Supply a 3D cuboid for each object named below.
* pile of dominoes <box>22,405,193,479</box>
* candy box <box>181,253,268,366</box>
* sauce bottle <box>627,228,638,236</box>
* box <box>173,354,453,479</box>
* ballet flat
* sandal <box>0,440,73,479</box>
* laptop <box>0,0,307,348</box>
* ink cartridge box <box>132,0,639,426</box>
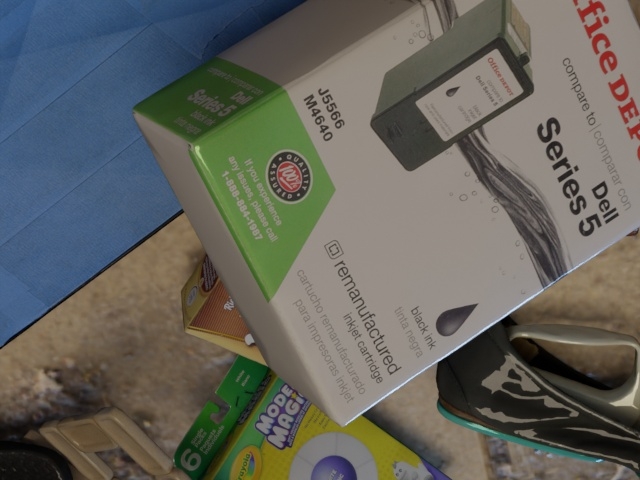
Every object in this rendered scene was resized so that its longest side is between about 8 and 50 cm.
[{"bbox_3d":[-0.096,0.199,1.317,0.251,0.040,0.196,48,149,-18],"label":"pile of dominoes"},{"bbox_3d":[0.000,0.000,1.222,0.109,0.053,0.187,25,116,-22],"label":"candy box"},{"bbox_3d":[0.141,-0.017,1.217,0.128,0.042,0.042,-6,117,5],"label":"sauce bottle"},{"bbox_3d":[-0.005,0.161,1.293,0.179,0.043,0.105,35,75,-12],"label":"box"},{"bbox_3d":[0.216,0.121,1.258,0.280,0.095,0.096,21,105,-6],"label":"ballet flat"},{"bbox_3d":[-0.249,0.160,1.334,0.179,0.040,0.067,6,114,22],"label":"sandal"},{"bbox_3d":[-0.218,-0.078,1.070,0.382,0.408,0.236,-36,88,21],"label":"laptop"},{"bbox_3d":[0.061,-0.056,1.097,0.273,0.115,0.198,-33,114,-12],"label":"ink cartridge box"}]
